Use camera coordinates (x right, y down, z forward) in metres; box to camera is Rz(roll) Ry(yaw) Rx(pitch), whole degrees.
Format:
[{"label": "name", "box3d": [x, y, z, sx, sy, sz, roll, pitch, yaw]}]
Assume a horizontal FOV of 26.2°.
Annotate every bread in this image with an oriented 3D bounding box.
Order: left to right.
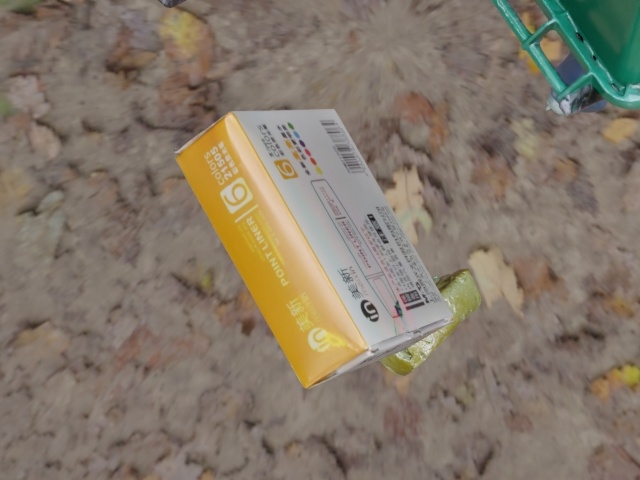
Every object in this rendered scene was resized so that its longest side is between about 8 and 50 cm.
[{"label": "bread", "box3d": [0.127, 0.094, 1.656, 0.064, 0.117, 0.156, 48, 62, -5]}]

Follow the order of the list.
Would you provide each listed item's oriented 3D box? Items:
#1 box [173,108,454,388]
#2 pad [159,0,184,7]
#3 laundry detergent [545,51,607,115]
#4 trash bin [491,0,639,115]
[{"label": "box", "box3d": [0.000, 0.000, 1.376, 0.091, 0.221, 0.274, -35, 77, 27]}, {"label": "pad", "box3d": [-0.091, -0.364, 1.031, 0.220, 0.004, 0.330, -27, 118, -6]}, {"label": "laundry detergent", "box3d": [0.353, -0.229, 1.704, 0.061, 0.096, 0.206, 17, 124, -43]}, {"label": "trash bin", "box3d": [0.313, -0.313, 1.284, 0.295, 0.381, 0.259, -31, 72, -2]}]
